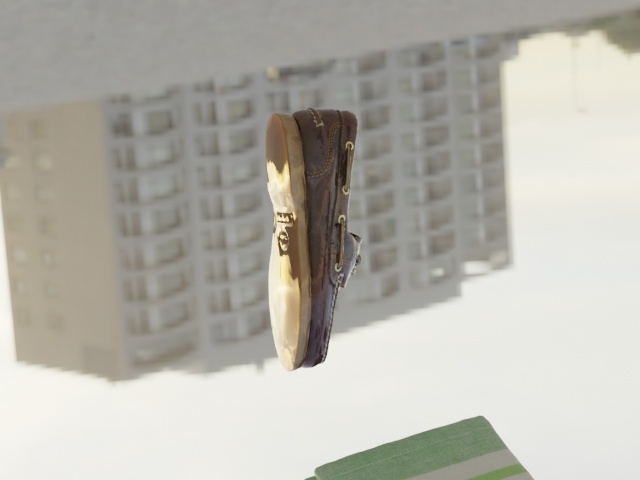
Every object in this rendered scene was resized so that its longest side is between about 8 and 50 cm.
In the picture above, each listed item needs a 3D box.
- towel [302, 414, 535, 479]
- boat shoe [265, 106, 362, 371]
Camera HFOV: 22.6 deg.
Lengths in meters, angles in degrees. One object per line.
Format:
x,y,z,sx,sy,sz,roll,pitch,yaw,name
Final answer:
0.158,0.323,1.569,0.248,0.038,0.325,-12,-131,-35,towel
0.000,0.000,1.248,0.073,0.207,0.073,-5,-165,-24,boat shoe
